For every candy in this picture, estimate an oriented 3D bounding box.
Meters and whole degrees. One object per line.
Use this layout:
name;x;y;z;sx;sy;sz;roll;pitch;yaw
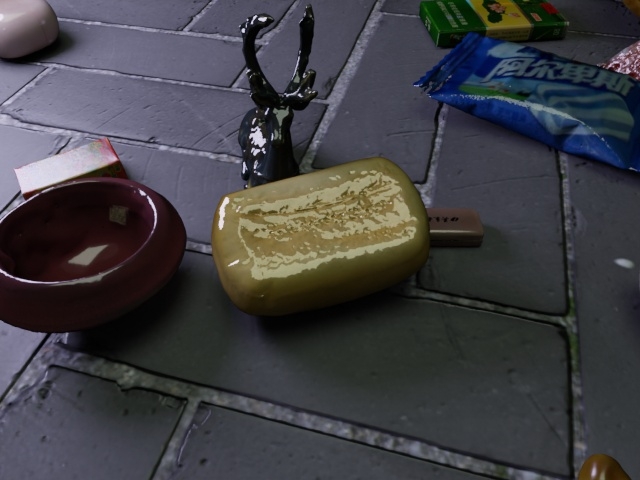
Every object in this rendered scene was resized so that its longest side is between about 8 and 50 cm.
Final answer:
candy;0.318;-0.204;0.746;0.331;0.077;0.187;27;56;22
candy;-0.316;-0.084;0.673;0.122;0.038;0.062;-25;51;-20

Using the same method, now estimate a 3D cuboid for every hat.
hat;-0.236;0.018;0.540;0.205;0.089;0.205;2;43;-1

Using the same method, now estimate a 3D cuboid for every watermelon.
watermelon;0.482;-0.250;0.767;0.158;0.121;0.098;-2;68;5

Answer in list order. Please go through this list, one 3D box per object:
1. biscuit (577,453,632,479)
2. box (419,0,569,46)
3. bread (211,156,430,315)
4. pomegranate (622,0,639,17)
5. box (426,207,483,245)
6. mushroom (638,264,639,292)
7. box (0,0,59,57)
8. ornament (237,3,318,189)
biscuit;0.167;0.254;0.334;0.207;0.047;0.164;-22;51;-18
box;0.310;-0.403;0.961;0.235;0.034;0.132;-6;46;-4
bread;0.000;0.000;0.540;0.217;0.098;0.147;-11;65;-8
pomegranate;0.646;-0.501;0.833;0.410;0.410;0.410;-1;47;1
box;0.127;-0.017;0.607;0.115;0.025;0.048;1;48;2
mushroom;0.347;0.100;0.449;0.081;0.092;0.223;9;53;-13
box;-0.560;-0.393;0.938;0.200;0.088;0.146;32;57;27
ornament;-0.053;-0.160;0.603;0.080;0.236;0.202;-4;47;-10
